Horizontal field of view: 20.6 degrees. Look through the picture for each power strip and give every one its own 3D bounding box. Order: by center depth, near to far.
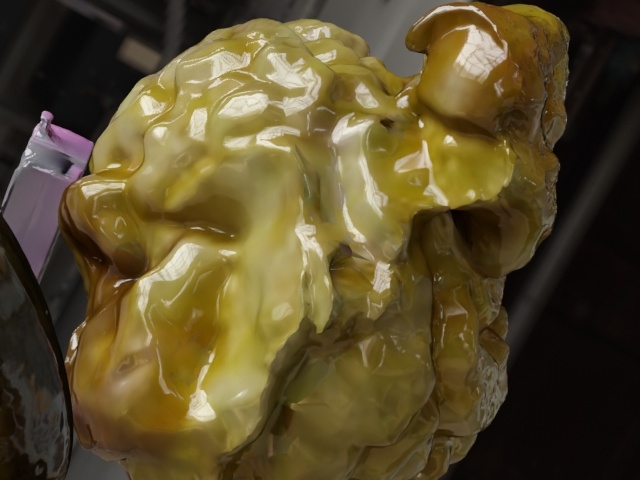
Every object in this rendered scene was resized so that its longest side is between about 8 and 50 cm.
[{"bbox_3d":[-0.198,0.059,1.035,0.037,0.279,0.109,22,10,-9],"label":"power strip"}]

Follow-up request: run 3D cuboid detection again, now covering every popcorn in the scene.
[{"bbox_3d":[0.000,0.000,0.910,0.225,0.332,0.265,15,32,-49],"label":"popcorn"}]

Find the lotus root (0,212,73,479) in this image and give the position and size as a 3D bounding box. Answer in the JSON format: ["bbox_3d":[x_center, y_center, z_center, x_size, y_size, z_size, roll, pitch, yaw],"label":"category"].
[{"bbox_3d":[-0.144,0.025,0.546,0.120,0.120,0.209,32,-30,50],"label":"lotus root"}]
